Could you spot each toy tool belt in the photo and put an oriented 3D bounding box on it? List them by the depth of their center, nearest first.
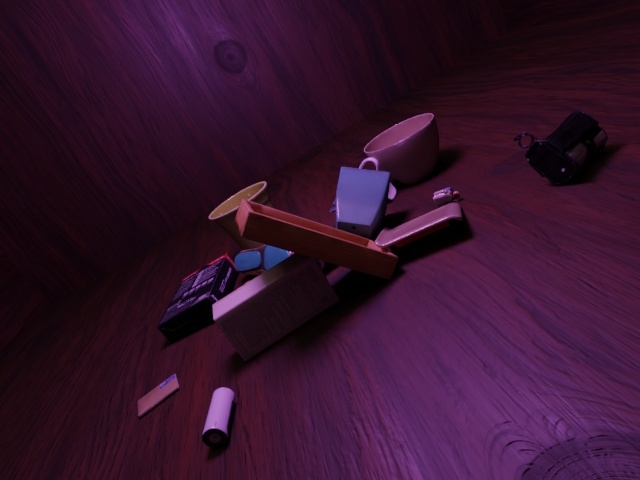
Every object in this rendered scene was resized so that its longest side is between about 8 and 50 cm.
[{"bbox_3d":[0.395,-0.145,1.466,0.083,0.052,0.051,-17,32,32],"label":"toy tool belt"}]

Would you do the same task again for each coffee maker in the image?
[{"bbox_3d":[0.632,-0.259,1.222,0.178,0.171,0.120,-39,5,-26],"label":"coffee maker"}]

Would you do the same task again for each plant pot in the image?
[{"bbox_3d":[0.125,-0.095,1.509,0.166,0.165,0.234,8,45,8],"label":"plant pot"},{"bbox_3d":[0.334,-0.328,1.789,0.284,0.190,0.284,-26,20,11],"label":"plant pot"},{"bbox_3d":[-0.274,-0.065,1.941,0.276,0.253,0.276,-28,19,11],"label":"plant pot"}]

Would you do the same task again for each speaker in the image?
[{"bbox_3d":[-0.227,0.394,1.056,0.055,0.055,0.136,-28,19,8],"label":"speaker"}]

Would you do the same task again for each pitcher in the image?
[{"bbox_3d":[0.159,-0.212,1.782,0.207,0.177,0.125,-13,16,39],"label":"pitcher"}]

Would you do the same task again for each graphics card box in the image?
[{"bbox_3d":[-0.450,0.206,1.771,0.233,0.094,0.371,-30,18,10],"label":"graphics card box"}]

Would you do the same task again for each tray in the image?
[{"bbox_3d":[-0.017,-0.003,1.265,0.203,0.411,0.076,-138,67,-70],"label":"tray"}]

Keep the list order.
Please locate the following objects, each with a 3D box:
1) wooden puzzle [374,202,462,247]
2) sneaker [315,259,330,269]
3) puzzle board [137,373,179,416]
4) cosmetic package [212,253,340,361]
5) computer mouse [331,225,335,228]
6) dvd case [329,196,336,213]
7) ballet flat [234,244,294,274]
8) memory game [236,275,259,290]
[{"bbox_3d":[0.285,-0.039,1.338,0.239,0.044,0.221,-20,7,19],"label":"wooden puzzle"},{"bbox_3d":[-0.010,0.030,1.599,0.124,0.107,0.283,-22,20,-20],"label":"sneaker"},{"bbox_3d":[-0.465,0.444,1.348,0.128,0.011,0.096,-35,19,-14],"label":"puzzle board"},{"bbox_3d":[-0.124,0.172,1.293,0.310,0.160,0.113,-32,19,-6],"label":"cosmetic package"},{"bbox_3d":[0.000,0.000,1.723,0.242,0.041,0.071,-23,22,41],"label":"computer mouse"},{"bbox_3d":[0.148,-0.192,1.986,0.222,0.018,0.164,-22,21,23],"label":"dvd case"},{"bbox_3d":[-0.176,0.069,1.708,0.349,0.123,0.123,-7,30,46],"label":"ballet flat"},{"bbox_3d":[-0.256,0.182,1.675,0.186,0.012,0.186,-27,20,11],"label":"memory game"}]
